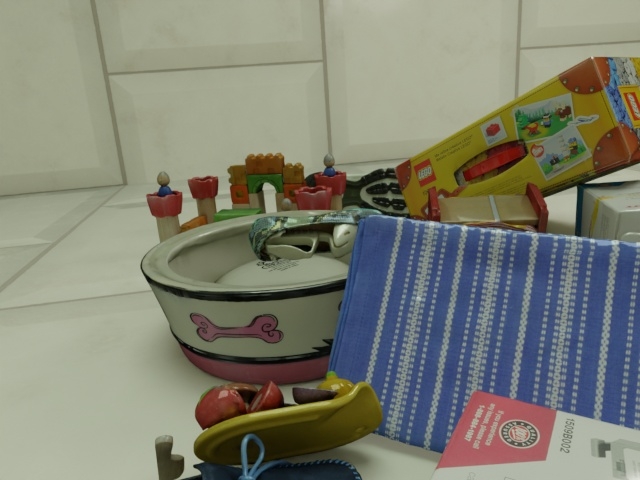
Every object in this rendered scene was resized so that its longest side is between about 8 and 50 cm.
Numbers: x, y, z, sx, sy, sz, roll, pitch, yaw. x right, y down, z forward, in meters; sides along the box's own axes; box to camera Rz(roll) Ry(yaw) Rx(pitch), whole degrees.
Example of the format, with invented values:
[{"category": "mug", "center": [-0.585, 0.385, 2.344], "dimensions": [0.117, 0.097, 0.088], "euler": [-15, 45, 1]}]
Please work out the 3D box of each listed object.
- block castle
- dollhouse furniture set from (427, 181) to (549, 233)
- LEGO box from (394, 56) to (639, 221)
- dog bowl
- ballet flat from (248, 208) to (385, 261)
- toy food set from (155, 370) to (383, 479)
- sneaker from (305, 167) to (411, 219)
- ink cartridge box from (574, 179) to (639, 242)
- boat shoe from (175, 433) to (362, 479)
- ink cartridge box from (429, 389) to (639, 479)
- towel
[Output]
[{"category": "block castle", "center": [-0.168, -0.100, 1.274], "dimensions": [0.452, 0.213, 0.303], "euler": [0, 17, 14]}, {"category": "dollhouse furniture set", "center": [0.285, 0.053, 0.836], "dimensions": [0.201, 0.152, 0.374], "euler": [-1, 34, 9]}, {"category": "LEGO box", "center": [0.482, -0.192, 1.126], "dimensions": [0.372, 0.193, 0.500], "euler": [-15, -6, -37]}, {"category": "dog bowl", "center": [-0.056, 0.070, 0.784], "dimensions": [0.407, 0.151, 0.408], "euler": [-4, 17, 1]}, {"category": "ballet flat", "center": [0.000, 0.000, 0.660], "dimensions": [0.188, 0.070, 0.070], "euler": [-6, 16, 0]}, {"category": "toy food set", "center": [-0.052, 0.162, 0.484], "dimensions": [0.217, 0.128, 0.071], "euler": [-6, 52, -11]}, {"category": "sneaker", "center": [0.156, -0.126, 1.446], "dimensions": [0.409, 0.158, 0.182], "euler": [9, 3, 25]}, {"category": "ink cartridge box", "center": [0.542, 0.002, 0.831], "dimensions": [0.171, 0.169, 0.233], "euler": [-1, 16, 15]}, {"category": "boat shoe", "center": [-0.082, 0.220, 0.385], "dimensions": [0.258, 0.089, 0.109], "euler": [-11, 18, -22]}, {"category": "ink cartridge box", "center": [0.202, 0.215, 0.282], "dimensions": [0.282, 0.117, 0.207], "euler": [6, 19, 30]}, {"category": "towel", "center": [0.173, 0.098, 0.503], "dimensions": [0.335, 0.244, 0.040], "euler": [7, -15, 26]}]
